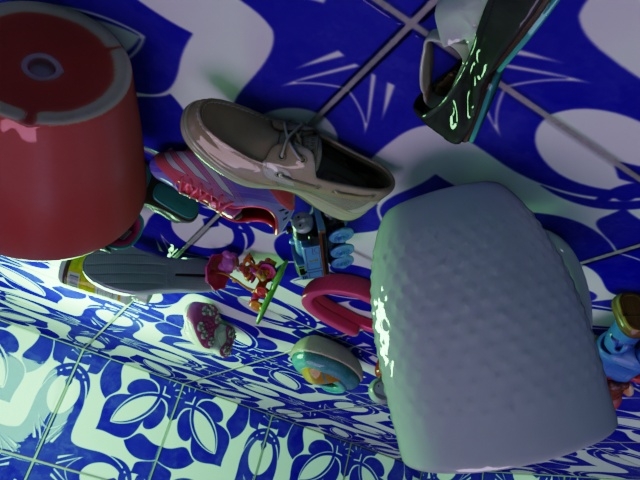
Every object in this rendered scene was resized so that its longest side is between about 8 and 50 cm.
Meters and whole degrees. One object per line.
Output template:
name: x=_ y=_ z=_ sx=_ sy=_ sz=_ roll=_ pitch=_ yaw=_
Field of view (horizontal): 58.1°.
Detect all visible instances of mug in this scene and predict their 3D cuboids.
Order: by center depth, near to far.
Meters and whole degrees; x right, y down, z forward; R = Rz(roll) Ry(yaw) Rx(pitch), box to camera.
mug: x=0.244 y=0.096 z=0.799 sx=0.374 sy=0.328 sz=0.276 roll=-8 pitch=169 yaw=-31

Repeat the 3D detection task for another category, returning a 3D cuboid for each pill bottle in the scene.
pill bottle: x=-0.513 y=0.086 z=1.408 sx=0.215 sy=0.117 sz=0.117 roll=18 pitch=154 yaw=-5

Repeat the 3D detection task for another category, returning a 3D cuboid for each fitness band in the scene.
fitness band: x=0.090 y=0.156 z=1.291 sx=0.291 sy=0.054 sz=0.209 roll=31 pitch=149 yaw=-31

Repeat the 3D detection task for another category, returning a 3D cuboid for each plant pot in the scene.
plant pot: x=-0.352 y=-0.143 z=0.739 sx=0.275 sy=0.275 sz=0.243 roll=21 pitch=144 yaw=-11

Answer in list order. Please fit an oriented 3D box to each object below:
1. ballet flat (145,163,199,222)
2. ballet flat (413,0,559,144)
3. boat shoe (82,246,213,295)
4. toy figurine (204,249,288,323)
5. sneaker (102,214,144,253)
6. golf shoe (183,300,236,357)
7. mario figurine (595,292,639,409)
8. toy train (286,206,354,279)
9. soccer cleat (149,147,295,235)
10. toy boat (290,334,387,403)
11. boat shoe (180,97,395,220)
ballet flat: x=-0.308 y=-0.091 z=1.006 sx=0.068 sy=0.072 sz=0.213 roll=-5 pitch=148 yaw=43
ballet flat: x=0.148 y=-0.187 z=0.549 sx=0.096 sy=0.095 sz=0.280 roll=27 pitch=154 yaw=5
boat shoe: x=-0.375 y=0.082 z=1.301 sx=0.302 sy=0.109 sz=0.094 roll=9 pitch=161 yaw=-15
toy figurine: x=-0.169 y=0.074 z=1.229 sx=0.159 sy=0.130 sz=0.173 roll=26 pitch=131 yaw=0
sneaker: x=-0.442 y=-0.031 z=1.148 sx=0.178 sy=0.123 sz=0.295 roll=25 pitch=152 yaw=2
golf shoe: x=-0.348 y=0.255 z=1.660 sx=0.140 sy=0.115 sz=0.306 roll=11 pitch=152 yaw=16
mario figurine: x=0.551 y=0.196 z=1.088 sx=0.198 sy=0.170 sz=0.320 roll=51 pitch=155 yaw=27
toy train: x=0.000 y=0.000 z=0.976 sx=0.105 sy=0.080 sz=0.184 roll=-13 pitch=152 yaw=-3
soccer cleat: x=-0.162 y=-0.079 z=0.919 sx=0.248 sy=0.095 sz=0.083 roll=14 pitch=154 yaw=2
toy boat: x=0.064 y=0.366 z=1.606 sx=0.318 sy=0.148 sz=0.267 roll=-3 pitch=148 yaw=34
boat shoe: x=-0.035 y=-0.118 z=0.771 sx=0.302 sy=0.109 sz=0.098 roll=23 pitch=148 yaw=-28
